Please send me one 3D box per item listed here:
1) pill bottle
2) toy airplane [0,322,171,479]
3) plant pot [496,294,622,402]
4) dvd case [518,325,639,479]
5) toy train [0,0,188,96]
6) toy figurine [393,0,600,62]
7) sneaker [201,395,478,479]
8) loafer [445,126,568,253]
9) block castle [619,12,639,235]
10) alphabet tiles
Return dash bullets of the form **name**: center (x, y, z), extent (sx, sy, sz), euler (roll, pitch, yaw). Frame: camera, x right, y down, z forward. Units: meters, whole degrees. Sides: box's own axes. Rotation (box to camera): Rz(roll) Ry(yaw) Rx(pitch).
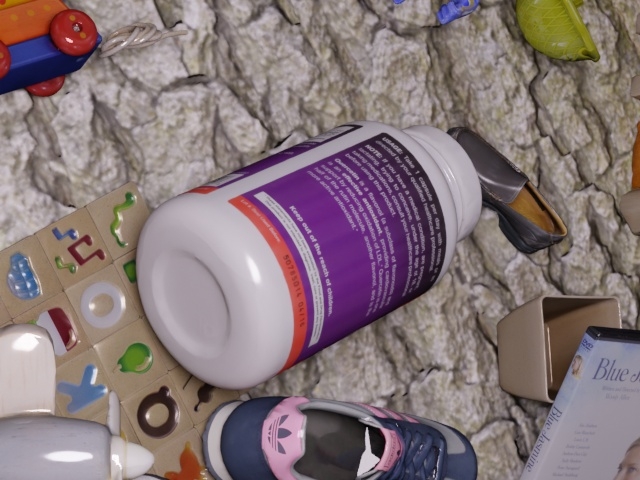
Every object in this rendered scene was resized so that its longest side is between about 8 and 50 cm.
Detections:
- **pill bottle**: center (0.000, 0.000, 1.585), extent (0.323, 0.181, 0.181), euler (-26, 97, -39)
- **toy airplane**: center (-0.236, 0.308, 1.326), extent (0.384, 0.272, 0.386), euler (-45, 122, -10)
- **plant pot**: center (0.243, 0.116, 1.789), extent (0.109, 0.096, 0.109), euler (2, 81, -33)
- **dvd case**: center (0.296, 0.205, 1.768), extent (0.180, 0.022, 0.253), euler (7, 113, -35)
- **toy train**: center (-0.251, -0.209, 1.518), extent (0.248, 0.105, 0.143), euler (-23, 82, -34)
- **toy figurine**: center (0.114, -0.303, 1.781), extent (0.217, 0.191, 0.362), euler (-30, 109, -3)
- **sneaker**: center (0.051, 0.209, 1.621), extent (0.319, 0.131, 0.112), euler (9, 77, -38)
- **loafer**: center (0.196, -0.058, 1.808), extent (0.170, 0.061, 0.062), euler (44, 62, -20)
- **block castle**: center (0.529, -0.193, 1.963), extent (0.303, 0.213, 0.453), euler (17, 73, -31)
- **alphabet tiles**: center (-0.195, 0.121, 1.546), extent (0.342, 0.011, 0.285), euler (-32, 101, -34)
